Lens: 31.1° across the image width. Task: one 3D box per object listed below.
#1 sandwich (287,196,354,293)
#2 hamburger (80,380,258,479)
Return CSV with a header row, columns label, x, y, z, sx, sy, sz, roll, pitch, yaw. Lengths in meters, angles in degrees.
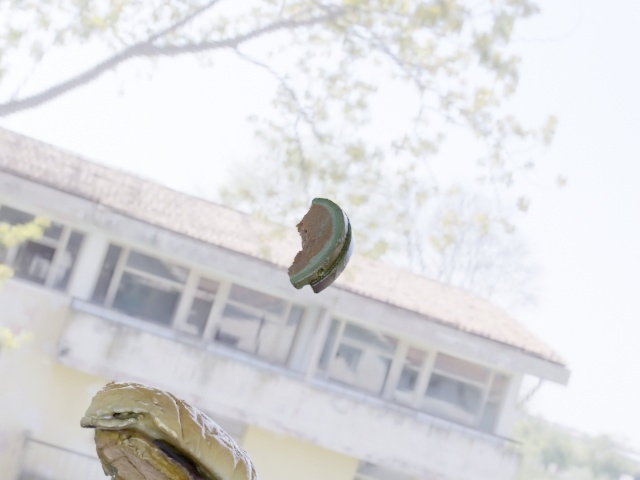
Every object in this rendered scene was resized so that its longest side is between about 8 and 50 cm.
label,x,y,z,sx,sy,sz,roll,pitch,yaw
sandwich,0.002,-0.002,1.243,0.067,0.135,0.029,-12,-45,15
hamburger,-0.171,0.235,1.341,0.155,0.135,0.208,-4,-51,30
